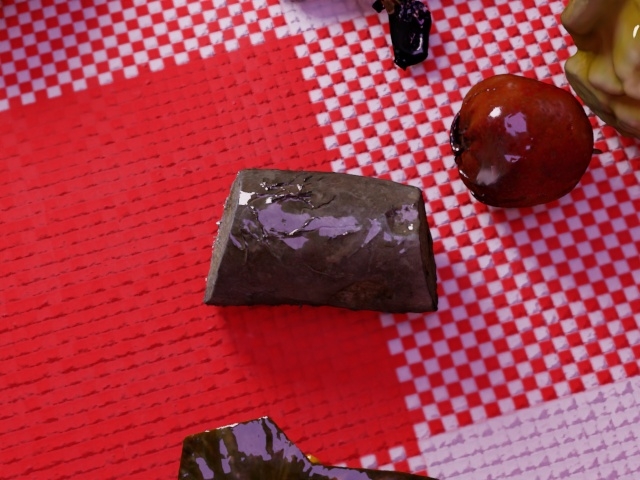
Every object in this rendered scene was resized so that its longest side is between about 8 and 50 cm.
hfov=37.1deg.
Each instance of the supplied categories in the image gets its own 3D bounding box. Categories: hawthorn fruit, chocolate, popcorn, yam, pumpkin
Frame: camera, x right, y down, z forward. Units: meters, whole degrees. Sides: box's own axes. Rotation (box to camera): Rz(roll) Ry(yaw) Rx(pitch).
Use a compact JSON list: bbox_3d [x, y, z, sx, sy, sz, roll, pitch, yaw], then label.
[{"bbox_3d":[0.226,-0.105,1.026,0.172,0.148,0.148,0,72,-7],"label":"hawthorn fruit"},{"bbox_3d":[0.081,-0.273,1.101,0.072,0.147,0.070,-40,34,-7],"label":"chocolate"},{"bbox_3d":[0.421,-0.255,0.994,0.294,0.292,0.334,28,79,5],"label":"popcorn"},{"bbox_3d":[0.000,0.000,0.995,0.255,0.154,0.153,4,72,5],"label":"yam"},{"bbox_3d":[-0.045,0.297,0.922,0.258,0.095,0.290,32,79,7],"label":"pumpkin"}]
